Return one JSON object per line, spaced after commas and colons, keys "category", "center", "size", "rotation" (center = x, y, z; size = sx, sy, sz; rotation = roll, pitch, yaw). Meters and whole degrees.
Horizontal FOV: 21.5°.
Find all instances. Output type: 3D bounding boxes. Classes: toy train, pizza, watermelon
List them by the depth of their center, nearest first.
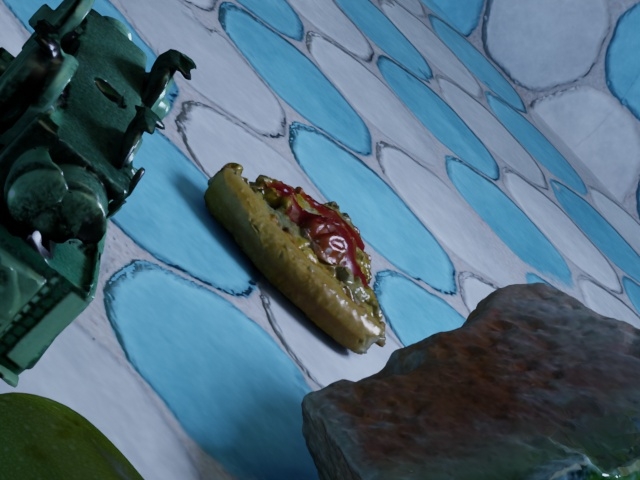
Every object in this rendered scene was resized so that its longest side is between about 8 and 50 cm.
{"category": "toy train", "center": [-0.157, -0.051, 0.935], "size": [0.115, 0.154, 0.269], "rotation": [40, 18, -19]}
{"category": "watermelon", "center": [0.123, 0.142, 1.013], "size": [0.264, 0.151, 0.302], "rotation": [-21, 49, -30]}
{"category": "pizza", "center": [0.000, 0.000, 1.355], "size": [0.188, 0.062, 0.199], "rotation": [47, 15, 0]}

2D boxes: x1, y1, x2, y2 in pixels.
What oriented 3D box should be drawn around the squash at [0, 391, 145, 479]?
{"category": "squash", "center": [-0.061, 0.192, 0.697], "size": [0.094, 0.094, 0.341], "rotation": [21, 26, -54]}
